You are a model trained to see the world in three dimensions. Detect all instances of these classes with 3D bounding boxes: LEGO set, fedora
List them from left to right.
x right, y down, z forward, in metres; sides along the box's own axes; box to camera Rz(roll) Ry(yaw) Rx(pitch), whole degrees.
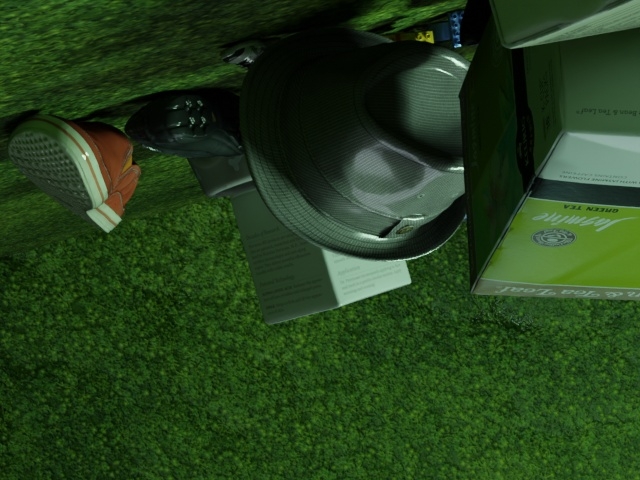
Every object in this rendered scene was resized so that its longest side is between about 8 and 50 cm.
[{"bbox_3d":[0.070,-0.109,1.481,0.275,0.243,0.124,7,159,-36],"label":"fedora"},{"bbox_3d":[0.115,-0.193,1.643,0.227,0.087,0.093,-14,-169,-21],"label":"LEGO set"}]

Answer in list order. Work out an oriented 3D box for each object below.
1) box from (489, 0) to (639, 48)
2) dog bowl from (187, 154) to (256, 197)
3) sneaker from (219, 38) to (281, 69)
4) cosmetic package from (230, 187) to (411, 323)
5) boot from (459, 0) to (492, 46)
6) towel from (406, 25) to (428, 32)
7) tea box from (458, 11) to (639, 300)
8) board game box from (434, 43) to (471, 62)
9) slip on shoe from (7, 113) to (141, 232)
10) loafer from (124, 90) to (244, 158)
[{"bbox_3d":[0.231,-0.217,1.021,0.232,0.126,0.149,-14,178,-40],"label":"box"},{"bbox_3d":[-0.019,-0.143,2.067,0.349,0.102,0.349,-15,179,0],"label":"dog bowl"},{"bbox_3d":[-0.062,-0.175,1.498,0.032,0.036,0.083,-14,179,43],"label":"sneaker"},{"bbox_3d":[0.000,0.000,2.086,0.151,0.183,0.151,-14,178,-45],"label":"cosmetic package"},{"bbox_3d":[0.246,-0.209,1.583,0.223,0.118,0.338,9,173,-5],"label":"boot"},{"bbox_3d":[0.112,-0.232,1.740,0.083,0.009,0.060,-13,179,-42],"label":"towel"},{"bbox_3d":[0.309,-0.101,1.297,0.329,0.219,0.323,3,155,-8],"label":"tea box"},{"bbox_3d":[0.085,-0.172,1.760,0.201,0.035,0.136,-19,-147,-30],"label":"board game box"},{"bbox_3d":[-0.261,-0.091,1.701,0.101,0.123,0.331,-58,173,-7],"label":"slip on shoe"},{"bbox_3d":[-0.143,-0.132,1.763,0.078,0.076,0.223,-10,177,25],"label":"loafer"}]
